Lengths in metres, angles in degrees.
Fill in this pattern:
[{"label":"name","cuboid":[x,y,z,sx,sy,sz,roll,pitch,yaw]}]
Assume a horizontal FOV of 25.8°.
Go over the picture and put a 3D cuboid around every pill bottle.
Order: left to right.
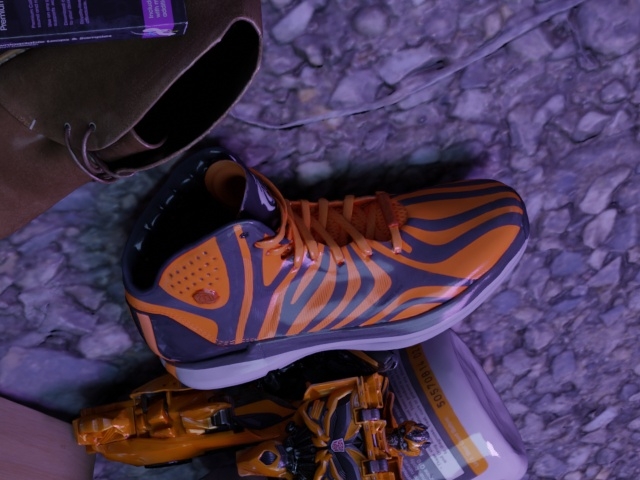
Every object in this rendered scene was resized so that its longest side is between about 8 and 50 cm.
[{"label":"pill bottle","cuboid":[0.032,0.206,1.252,0.278,0.162,0.162,-31,135,10]}]

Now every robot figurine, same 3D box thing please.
[{"label":"robot figurine","cuboid":[-0.054,0.186,1.152,0.291,0.211,0.085,-13,167,16]}]

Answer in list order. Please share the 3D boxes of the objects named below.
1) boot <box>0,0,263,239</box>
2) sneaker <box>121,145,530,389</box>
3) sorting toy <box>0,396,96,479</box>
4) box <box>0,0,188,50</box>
[{"label":"boot","cuboid":[-0.161,-0.078,0.938,0.305,0.115,0.112,-39,136,19]},{"label":"sneaker","cuboid":[0.000,0.000,1.067,0.321,0.124,0.180,-22,137,0]},{"label":"sorting toy","cuboid":[-0.320,0.243,1.106,0.089,0.255,0.257,-24,140,39]},{"label":"box","cuboid":[-0.169,-0.175,0.845,0.162,0.116,0.029,-8,172,-13]}]
